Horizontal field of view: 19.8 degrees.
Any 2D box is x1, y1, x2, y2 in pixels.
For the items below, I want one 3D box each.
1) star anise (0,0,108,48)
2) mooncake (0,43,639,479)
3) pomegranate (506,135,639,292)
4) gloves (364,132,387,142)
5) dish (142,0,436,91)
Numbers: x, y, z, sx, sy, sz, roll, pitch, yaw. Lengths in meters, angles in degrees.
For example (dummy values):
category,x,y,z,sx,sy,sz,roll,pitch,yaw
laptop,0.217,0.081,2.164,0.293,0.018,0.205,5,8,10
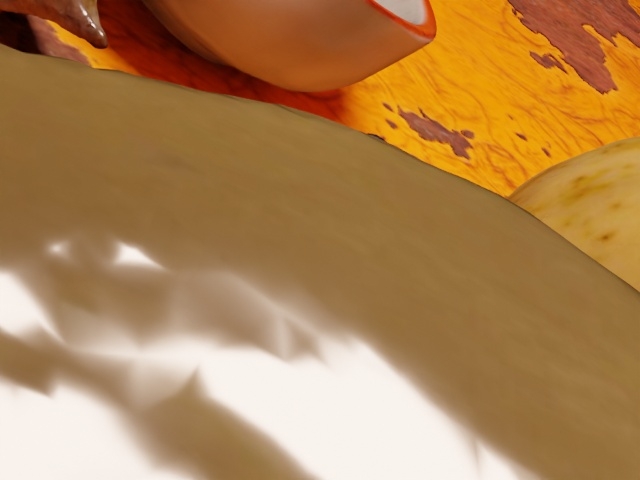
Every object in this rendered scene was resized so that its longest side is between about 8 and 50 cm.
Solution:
category,x,y,z,sx,sy,sz,roll,pitch,yaw
star anise,-0.212,-0.223,1.001,0.292,0.109,0.349,32,28,-3
mooncake,-0.046,0.165,0.423,0.467,0.262,0.467,24,33,-17
pomegranate,0.185,0.102,0.741,0.342,0.342,0.342,30,28,-18
gloves,0.000,0.002,0.954,0.180,0.106,0.129,16,19,19
dish,-0.050,-0.191,1.107,0.256,0.117,0.256,48,18,-22
